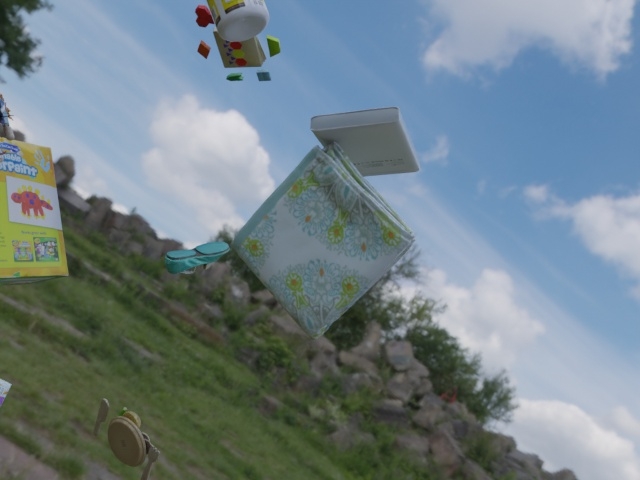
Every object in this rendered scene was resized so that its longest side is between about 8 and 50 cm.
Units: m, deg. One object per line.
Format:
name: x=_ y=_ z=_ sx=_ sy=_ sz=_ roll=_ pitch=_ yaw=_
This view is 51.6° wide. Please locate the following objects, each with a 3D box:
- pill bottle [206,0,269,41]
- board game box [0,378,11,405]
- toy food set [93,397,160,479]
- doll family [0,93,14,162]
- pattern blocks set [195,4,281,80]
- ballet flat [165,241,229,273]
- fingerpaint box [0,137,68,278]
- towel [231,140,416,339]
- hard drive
pill bottle: x=-0.195 y=-0.549 z=1.425 sx=0.117 sy=0.117 sz=0.214 roll=118 pitch=-47 yaw=-76
board game box: x=-0.745 y=0.297 z=1.285 sx=0.275 sy=0.144 sz=0.142 roll=2 pitch=-27 yaw=46
toy food set: x=-0.435 y=0.453 z=1.513 sx=0.192 sy=0.132 sz=0.038 roll=36 pitch=29 yaw=21
doll family: x=-0.559 y=-0.252 z=1.082 sx=0.263 sy=0.118 sz=0.163 roll=62 pitch=-19 yaw=-11
pattern blocks set: x=-0.276 y=-0.658 z=2.235 sx=0.286 sy=0.026 sz=0.324 roll=4 pitch=-30 yaw=1
ballet flat: x=-0.428 y=0.065 z=2.289 sx=0.247 sy=0.087 sz=0.083 roll=-13 pitch=34 yaw=-41
fingerpaint box: x=-0.863 y=-0.074 z=1.645 sx=0.163 sy=0.371 sz=0.445 roll=-11 pitch=-4 yaw=19
towel: x=0.000 y=0.000 z=1.551 sx=0.320 sy=0.374 sz=0.090 roll=50 pitch=22 yaw=15
hard drive: x=0.118 y=-0.228 z=1.599 sx=0.203 sy=0.040 sz=0.307 roll=-4 pitch=-17 yaw=16
